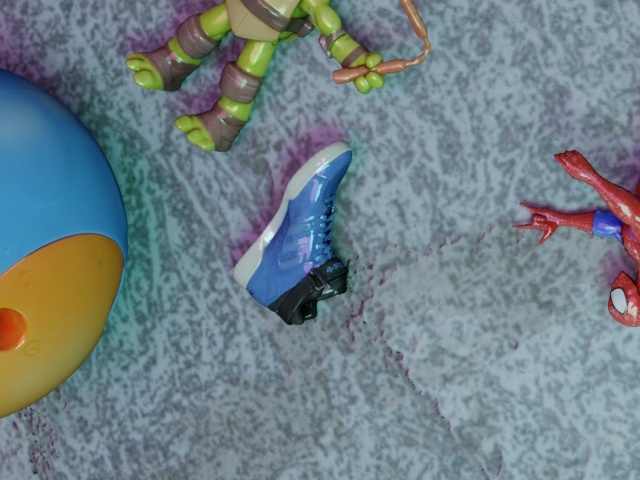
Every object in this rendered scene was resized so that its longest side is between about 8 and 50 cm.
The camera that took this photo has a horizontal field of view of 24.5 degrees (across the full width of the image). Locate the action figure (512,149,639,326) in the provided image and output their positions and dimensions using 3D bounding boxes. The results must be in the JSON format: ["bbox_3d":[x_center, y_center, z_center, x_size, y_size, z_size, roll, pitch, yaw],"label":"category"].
[{"bbox_3d":[0.219,-0.079,1.071,0.139,0.091,0.281,10,98,11],"label":"action figure"}]

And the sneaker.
[{"bbox_3d":[0.000,0.000,1.167,0.084,0.058,0.152,42,111,16],"label":"sneaker"}]

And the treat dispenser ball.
[{"bbox_3d":[-0.294,0.003,1.145,0.288,0.288,0.288,2,97,18],"label":"treat dispenser ball"}]

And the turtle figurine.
[{"bbox_3d":[-0.056,-0.190,1.151,0.269,0.087,0.217,44,115,0],"label":"turtle figurine"}]
